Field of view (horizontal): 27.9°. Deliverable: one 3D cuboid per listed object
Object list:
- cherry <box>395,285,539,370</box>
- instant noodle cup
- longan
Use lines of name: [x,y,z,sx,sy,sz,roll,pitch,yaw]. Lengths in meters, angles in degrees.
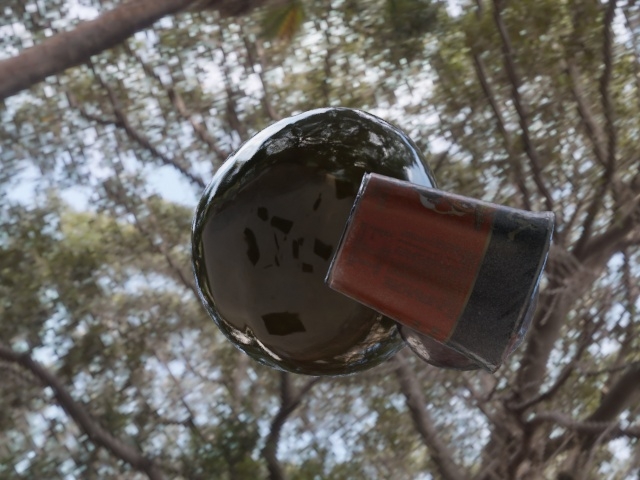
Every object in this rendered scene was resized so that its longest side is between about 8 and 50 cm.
cherry: [0.159,0.061,1.353,0.140,0.176,0.176,16,-64,45]
instant noodle cup: [0.080,0.014,0.911,0.136,0.127,0.127,21,-60,1]
longan: [0.000,0.000,1.497,0.319,0.319,0.319,12,-67,30]
